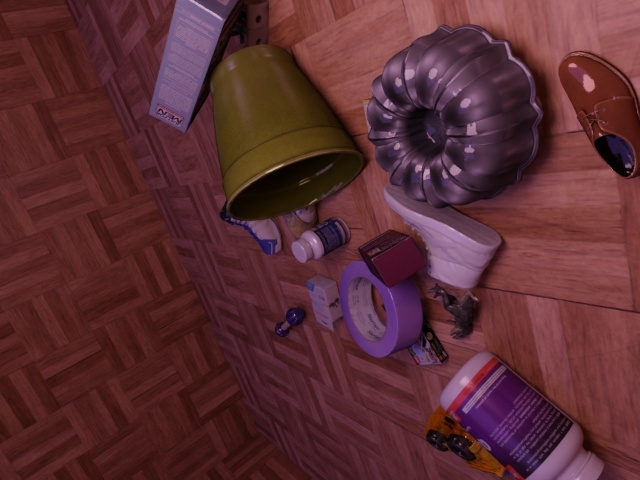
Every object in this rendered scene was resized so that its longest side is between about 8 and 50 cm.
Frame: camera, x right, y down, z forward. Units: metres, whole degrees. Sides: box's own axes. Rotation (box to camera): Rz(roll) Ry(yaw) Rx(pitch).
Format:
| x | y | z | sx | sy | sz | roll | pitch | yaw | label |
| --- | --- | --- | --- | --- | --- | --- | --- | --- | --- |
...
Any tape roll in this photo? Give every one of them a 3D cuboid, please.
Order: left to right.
| x | y | z | sx | sy | sz | roll | pitch | yaw | label |
| --- | --- | --- | --- | --- | --- | --- | --- | --- | --- |
| 0.163 | 0.184 | 1.246 | 0.275 | 0.090 | 0.274 | 28 | 124 | 54 | tape roll |

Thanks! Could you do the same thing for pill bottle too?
| x | y | z | sx | sy | sz | roll | pitch | yaw | label |
| --- | --- | --- | --- | --- | --- | --- | --- | --- | --- |
| 0.000 | 0.000 | 1.322 | 0.094 | 0.169 | 0.094 | 35 | 141 | 35 | pill bottle |
| 0.446 | 0.418 | 0.998 | 0.323 | 0.181 | 0.181 | 42 | 144 | 30 | pill bottle |

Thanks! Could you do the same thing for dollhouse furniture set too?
| x | y | z | sx | sy | sz | roll | pitch | yaw | label |
| --- | --- | --- | --- | --- | --- | --- | --- | --- | --- |
| -0.254 | -0.588 | 1.197 | 0.129 | 0.184 | 0.129 | 42 | 145 | 29 | dollhouse furniture set |

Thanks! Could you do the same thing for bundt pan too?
| x | y | z | sx | sy | sz | roll | pitch | yaw | label |
| --- | --- | --- | --- | --- | --- | --- | --- | --- | --- |
| 0.209 | -0.201 | 0.793 | 0.331 | 0.124 | 0.330 | 35 | 141 | 35 | bundt pan |

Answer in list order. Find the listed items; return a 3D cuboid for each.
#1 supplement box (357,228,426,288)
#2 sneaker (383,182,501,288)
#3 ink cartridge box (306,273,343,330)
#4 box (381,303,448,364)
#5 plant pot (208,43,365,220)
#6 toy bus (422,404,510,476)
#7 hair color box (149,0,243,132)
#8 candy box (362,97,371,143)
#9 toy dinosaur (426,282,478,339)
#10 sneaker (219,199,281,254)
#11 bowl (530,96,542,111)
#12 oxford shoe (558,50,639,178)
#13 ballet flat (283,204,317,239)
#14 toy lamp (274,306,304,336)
| x | y | z | sx | sy | sz | roll | pitch | yaw | label |
| --- | --- | --- | --- | --- | --- | --- | --- | --- | --- |
| 0.165 | 0.038 | 1.055 | 0.080 | 0.104 | 0.188 | 59 | 179 | -8 | supplement box |
| 0.249 | -0.005 | 1.014 | 0.292 | 0.108 | 0.169 | 38 | 140 | 31 | sneaker |
| 0.020 | 0.222 | 1.582 | 0.104 | 0.062 | 0.181 | 19 | 130 | 49 | ink cartridge box |
| 0.270 | 0.259 | 1.269 | 0.207 | 0.036 | 0.114 | 59 | 150 | 3 | box |
| -0.121 | -0.287 | 1.137 | 0.366 | 0.367 | 0.353 | -40 | 69 | 59 | plant pot |
| 0.425 | 0.551 | 1.201 | 0.211 | 0.149 | 0.220 | 46 | 152 | -6 | toy bus |
| -0.315 | -0.474 | 1.116 | 0.114 | 0.185 | 0.374 | 27 | 142 | -16 | hair color box |
| 0.180 | -0.267 | 0.977 | 0.206 | 0.027 | 0.105 | 17 | 126 | 49 | candy box |
| 0.319 | 0.152 | 1.050 | 0.118 | 0.064 | 0.268 | 39 | 164 | 29 | toy dinosaur |
| -0.279 | -0.081 | 1.655 | 0.127 | 0.182 | 0.315 | 12 | 124 | 54 | sneaker |
| 0.313 | -0.233 | 0.784 | 0.142 | 0.053 | 0.142 | 52 | 149 | 16 | bowl |
| 0.417 | -0.186 | 0.649 | 0.212 | 0.076 | 0.076 | 59 | 151 | 7 | oxford shoe |
| -0.081 | -0.153 | 1.383 | 0.123 | 0.123 | 0.348 | -10 | 106 | 58 | ballet flat |
| -0.133 | 0.349 | 1.898 | 0.080 | 0.080 | 0.274 | 55 | 148 | 10 | toy lamp |
